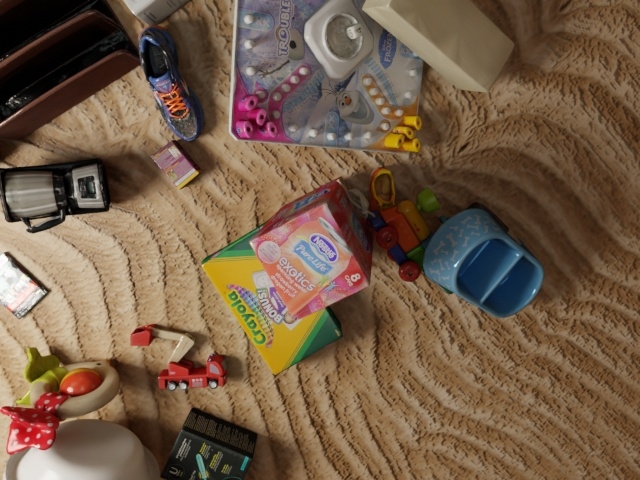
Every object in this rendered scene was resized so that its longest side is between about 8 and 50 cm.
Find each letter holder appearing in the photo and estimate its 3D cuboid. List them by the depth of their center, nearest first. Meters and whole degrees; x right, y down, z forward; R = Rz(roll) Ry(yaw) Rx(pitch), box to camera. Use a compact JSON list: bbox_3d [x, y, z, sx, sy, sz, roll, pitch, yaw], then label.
[{"bbox_3d":[-0.505,-0.317,0.942,0.302,0.214,0.151,-30,100,4],"label":"letter holder"}]

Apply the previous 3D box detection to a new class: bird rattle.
[{"bbox_3d":[-0.504,0.293,1.053,0.207,0.254,0.142,-11,102,-24],"label":"bird rattle"}]

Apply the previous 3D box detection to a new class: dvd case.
[{"bbox_3d":[-0.641,0.095,1.118,0.087,0.013,0.119,-43,100,6],"label":"dvd case"}]

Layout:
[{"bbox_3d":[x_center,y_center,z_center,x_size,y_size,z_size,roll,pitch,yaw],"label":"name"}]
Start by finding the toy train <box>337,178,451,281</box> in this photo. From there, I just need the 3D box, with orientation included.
[{"bbox_3d":[0.156,-0.052,1.001,0.144,0.105,0.248,-33,115,6],"label":"toy train"}]

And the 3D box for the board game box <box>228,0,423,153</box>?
[{"bbox_3d":[0.041,-0.357,0.942,0.390,0.050,0.389,-1,102,-30],"label":"board game box"}]

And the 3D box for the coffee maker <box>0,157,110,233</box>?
[{"bbox_3d":[-0.502,-0.105,1.027,0.179,0.171,0.120,-9,124,-21],"label":"coffee maker"}]

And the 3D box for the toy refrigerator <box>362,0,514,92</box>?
[{"bbox_3d":[0.211,-0.378,0.953,0.270,0.094,0.102,25,95,-32],"label":"toy refrigerator"}]

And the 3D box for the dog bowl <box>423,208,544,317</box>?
[{"bbox_3d":[0.323,0.056,1.028,0.297,0.074,0.165,29,103,-39],"label":"dog bowl"}]

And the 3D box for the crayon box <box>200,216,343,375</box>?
[{"bbox_3d":[-0.095,0.113,1.099,0.166,0.081,0.278,-31,100,4],"label":"crayon box"}]

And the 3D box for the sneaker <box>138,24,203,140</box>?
[{"bbox_3d":[-0.290,-0.289,1.011,0.083,0.087,0.221,-21,110,5],"label":"sneaker"}]

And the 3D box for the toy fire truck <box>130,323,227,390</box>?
[{"bbox_3d":[-0.296,0.245,1.137,0.192,0.047,0.135,-2,99,-2],"label":"toy fire truck"}]

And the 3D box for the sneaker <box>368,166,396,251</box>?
[{"bbox_3d":[0.125,-0.059,1.081,0.064,0.067,0.174,-11,102,-1],"label":"sneaker"}]

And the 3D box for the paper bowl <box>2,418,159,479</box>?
[{"bbox_3d":[-0.461,0.460,1.053,0.285,0.284,0.147,15,98,-4],"label":"paper bowl"}]

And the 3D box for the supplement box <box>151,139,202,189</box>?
[{"bbox_3d":[-0.284,-0.150,1.065,0.055,0.043,0.083,-37,100,6],"label":"supplement box"}]

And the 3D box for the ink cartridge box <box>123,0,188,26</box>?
[{"bbox_3d":[-0.263,-0.560,0.950,0.289,0.121,0.211,-35,100,4],"label":"ink cartridge box"}]

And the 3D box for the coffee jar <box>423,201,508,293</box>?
[{"bbox_3d":[0.288,0.014,1.092,0.096,0.079,0.184,40,97,-9],"label":"coffee jar"}]

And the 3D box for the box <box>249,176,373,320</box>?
[{"bbox_3d":[0.000,0.000,0.963,0.142,0.300,0.154,-26,99,12],"label":"box"}]

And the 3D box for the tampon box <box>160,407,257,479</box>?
[{"bbox_3d":[-0.235,0.459,1.150,0.161,0.101,0.120,25,98,-5],"label":"tampon box"}]
